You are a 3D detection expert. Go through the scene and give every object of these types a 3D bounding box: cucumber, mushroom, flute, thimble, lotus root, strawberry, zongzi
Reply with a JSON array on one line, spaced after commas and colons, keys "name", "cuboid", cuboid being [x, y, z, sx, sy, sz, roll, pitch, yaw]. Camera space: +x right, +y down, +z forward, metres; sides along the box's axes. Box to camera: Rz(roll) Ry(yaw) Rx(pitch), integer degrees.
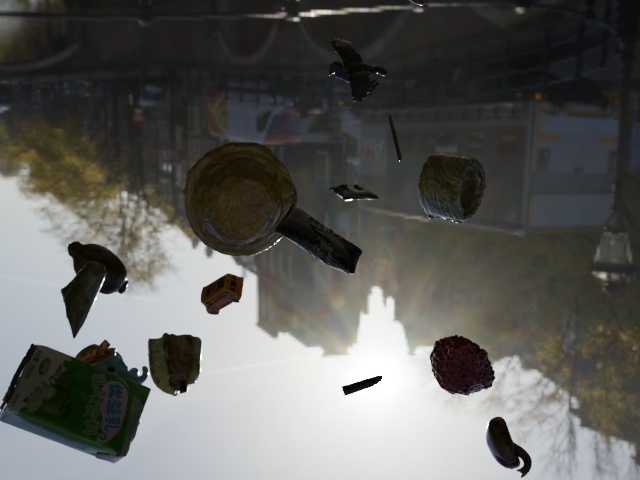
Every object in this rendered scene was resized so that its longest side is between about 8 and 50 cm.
[{"name": "cucumber", "cuboid": [0.131, 0.440, 2.367, 0.133, 0.032, 0.032, -18, -170, -4]}, {"name": "mushroom", "cuboid": [0.485, 0.544, 2.021, 0.080, 0.135, 0.170, -34, -136, 1]}, {"name": "flute", "cuboid": [0.229, -0.319, 2.387, 0.014, 0.014, 0.269, 0, -143, -4]}, {"name": "thimble", "cuboid": [0.353, -0.140, 2.101, 0.138, 0.190, 0.144, 2, -168, -43]}, {"name": "lotus root", "cuboid": [-0.645, 0.078, 2.246, 0.209, 0.120, 0.120, 42, 175, -18]}, {"name": "strawberry", "cuboid": [0.364, 0.344, 2.061, 0.190, 0.111, 0.236, 30, 158, 19]}, {"name": "zongzi", "cuboid": [-0.423, 0.104, 1.397, 0.052, 0.104, 0.113, 23, -148, -38]}]

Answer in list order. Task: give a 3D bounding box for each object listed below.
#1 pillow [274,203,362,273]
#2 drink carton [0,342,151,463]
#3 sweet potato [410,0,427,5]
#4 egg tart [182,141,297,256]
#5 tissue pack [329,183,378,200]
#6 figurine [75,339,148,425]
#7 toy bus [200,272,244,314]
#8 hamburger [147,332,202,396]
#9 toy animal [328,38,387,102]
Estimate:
[{"name": "pillow", "cuboid": [0.000, 0.000, 1.808, 0.208, 0.055, 0.141, 33, -150, -3]}, {"name": "drink carton", "cuboid": [-0.509, 0.340, 1.603, 0.271, 0.161, 0.108, 26, 146, -16]}, {"name": "sweet potato", "cuboid": [0.147, -0.610, 1.477, 0.098, 0.309, 0.124, -18, -151, -34]}, {"name": "egg tart", "cuboid": [-0.206, -0.097, 2.007, 0.319, 0.318, 0.128, 0, -163, -6]}, {"name": "tissue pack", "cuboid": [0.076, -0.116, 1.840, 0.085, 0.027, 0.138, -6, -161, -15]}, {"name": "figurine", "cuboid": [-0.594, 0.408, 2.220, 0.154, 0.262, 0.180, -19, -153, 53]}, {"name": "toy bus", "cuboid": [-0.283, 0.150, 2.177, 0.074, 0.069, 0.162, 25, 142, -32]}, {"name": "hamburger", "cuboid": [-0.385, 0.309, 1.980, 0.136, 0.155, 0.208, 8, 175, -18]}, {"name": "toy animal", "cuboid": [0.069, -0.322, 1.478, 0.108, 0.062, 0.220, 20, -144, -27]}]
